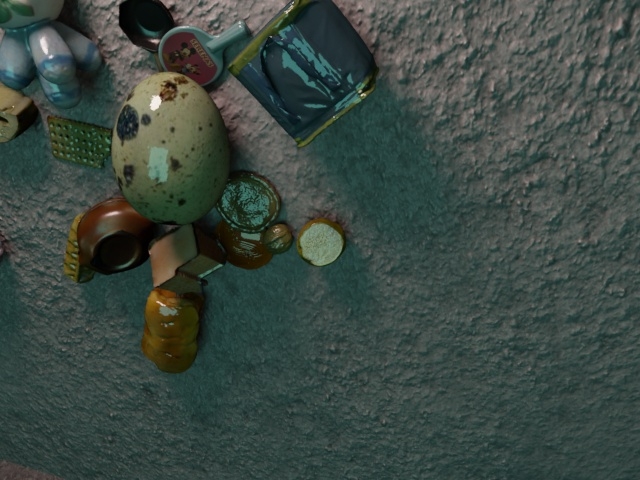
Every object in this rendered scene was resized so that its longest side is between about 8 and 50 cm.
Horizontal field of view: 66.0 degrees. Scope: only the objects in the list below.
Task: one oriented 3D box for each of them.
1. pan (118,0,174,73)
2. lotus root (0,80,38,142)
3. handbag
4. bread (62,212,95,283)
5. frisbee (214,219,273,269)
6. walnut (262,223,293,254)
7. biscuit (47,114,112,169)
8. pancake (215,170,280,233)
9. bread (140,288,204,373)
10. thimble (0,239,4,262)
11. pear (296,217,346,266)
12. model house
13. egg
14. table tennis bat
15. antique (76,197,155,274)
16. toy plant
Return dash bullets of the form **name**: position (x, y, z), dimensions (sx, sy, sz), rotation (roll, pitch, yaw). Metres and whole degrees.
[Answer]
- **pan**: position (-0.423, -0.501, 1.204), dimensions (0.128, 0.048, 0.202), rotation (17, 135, -10)
- **lotus root**: position (-0.917, -0.367, 1.368), dimensions (0.234, 0.119, 0.138), rotation (29, 123, -6)
- **handbag**: position (-0.031, -0.382, 1.085), dimensions (0.263, 0.222, 0.241), rotation (-31, 114, 29)
- **bread**: position (-0.757, 0.021, 1.582), dimensions (0.098, 0.087, 0.269), rotation (29, 122, -1)
- **frisbee**: position (-0.233, 0.012, 1.480), dimensions (0.192, 0.035, 0.192), rotation (6, 121, 10)
- **walnut**: position (-0.121, -0.003, 1.419), dimensions (0.092, 0.092, 0.092), rotation (6, 122, 10)
- **biscuit**: position (-0.694, -0.278, 1.428), dimensions (0.203, 0.016, 0.144), rotation (15, 123, 5)
- **pancake**: position (-0.209, -0.105, 1.399), dimensions (0.199, 0.021, 0.199), rotation (4, 113, 11)
- **bread**: position (-0.498, 0.304, 1.652), dimensions (0.195, 0.149, 0.344), rotation (18, 123, 3)
- **thimble**: position (-1.183, 0.022, 1.616), dimensions (0.172, 0.205, 0.236), rotation (-13, 116, 19)
- **pear**: position (0.000, 0.000, 1.378), dimensions (0.141, 0.104, 0.141), rotation (-2, 106, -7)
- **model house**: position (-0.381, 0.060, 1.468), dimensions (0.183, 0.166, 0.172), rotation (-30, 146, 17)
- **egg**: position (-0.368, -0.218, 1.222), dimensions (0.287, 0.288, 0.379), rotation (6, 123, 10)
- **table tennis bat**: position (-0.278, -0.462, 1.193), dimensions (0.244, 0.040, 0.153), rotation (-19, 132, 20)
- **antique**: position (-0.609, -0.004, 1.477), dimensions (0.278, 0.129, 0.223), rotation (-39, 135, 14)
- **toy plant**: position (-0.678, -0.481, 1.187), dimensions (0.247, 0.247, 0.332), rotation (-2, 123, 15)
